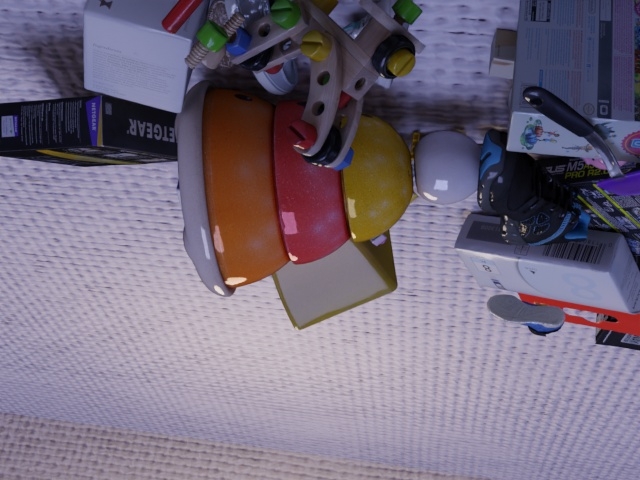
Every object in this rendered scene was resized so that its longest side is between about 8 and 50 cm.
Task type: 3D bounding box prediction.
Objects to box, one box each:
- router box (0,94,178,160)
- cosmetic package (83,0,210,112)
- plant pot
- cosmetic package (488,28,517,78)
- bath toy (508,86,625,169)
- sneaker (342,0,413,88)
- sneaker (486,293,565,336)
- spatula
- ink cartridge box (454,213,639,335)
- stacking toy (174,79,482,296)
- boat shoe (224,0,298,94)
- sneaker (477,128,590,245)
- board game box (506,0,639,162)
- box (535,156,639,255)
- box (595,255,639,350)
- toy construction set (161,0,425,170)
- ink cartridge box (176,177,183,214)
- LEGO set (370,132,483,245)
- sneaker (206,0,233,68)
[{"bbox_3d":[-0.379,-0.175,1.601,0.242,0.081,0.309,-1,180,20],"label":"router box"},{"bbox_3d":[-0.247,-0.308,1.385,0.151,0.151,0.184,14,152,-6],"label":"cosmetic package"},{"bbox_3d":[0.000,0.000,1.782,0.212,0.212,0.187,-23,124,15],"label":"plant pot"},{"bbox_3d":[0.302,-0.262,1.381,0.115,0.060,0.041,8,150,2],"label":"cosmetic package"},{"bbox_3d":[0.445,-0.159,1.421,0.348,0.151,0.129,10,141,5],"label":"bath toy"},{"bbox_3d":[0.075,-0.298,1.384,0.094,0.080,0.212,21,153,5],"label":"sneaker"},{"bbox_3d":[0.405,0.150,1.908,0.152,0.058,0.084,8,160,13],"label":"sneaker"},{"bbox_3d":[0.341,-0.116,1.194,0.296,0.030,0.084,31,149,-35],"label":"spatula"},{"bbox_3d":[0.466,0.103,1.852,0.308,0.091,0.385,9,151,38],"label":"ink cartridge box"},{"bbox_3d":[0.027,-0.101,1.551,0.479,0.351,0.351,-5,150,3],"label":"stacking toy"},{"bbox_3d":[-0.066,-0.295,1.422,0.081,0.079,0.227,-2,149,20],"label":"boat shoe"},{"bbox_3d":[0.334,-0.080,1.500,0.139,0.125,0.341,6,167,26],"label":"sneaker"},{"bbox_3d":[0.405,-0.215,1.259,0.303,0.224,0.097,6,150,10],"label":"board game box"},{"bbox_3d":[0.517,-0.059,1.630,0.270,0.060,0.216,33,157,-34],"label":"box"},{"bbox_3d":[0.712,0.136,1.941,0.242,0.077,0.307,10,151,4],"label":"box"},{"bbox_3d":[-0.013,-0.273,1.255,0.308,0.257,0.237,32,114,-31],"label":"toy construction set"},{"bbox_3d":[-0.166,-0.046,1.943,0.223,0.045,0.224,7,152,7],"label":"ink cartridge box"},{"bbox_3d":[0.184,-0.109,1.657,0.287,0.132,0.107,-31,157,16],"label":"LEGO set"},{"bbox_3d":[-0.142,-0.322,1.430,0.042,0.067,0.118,5,137,2],"label":"sneaker"}]
